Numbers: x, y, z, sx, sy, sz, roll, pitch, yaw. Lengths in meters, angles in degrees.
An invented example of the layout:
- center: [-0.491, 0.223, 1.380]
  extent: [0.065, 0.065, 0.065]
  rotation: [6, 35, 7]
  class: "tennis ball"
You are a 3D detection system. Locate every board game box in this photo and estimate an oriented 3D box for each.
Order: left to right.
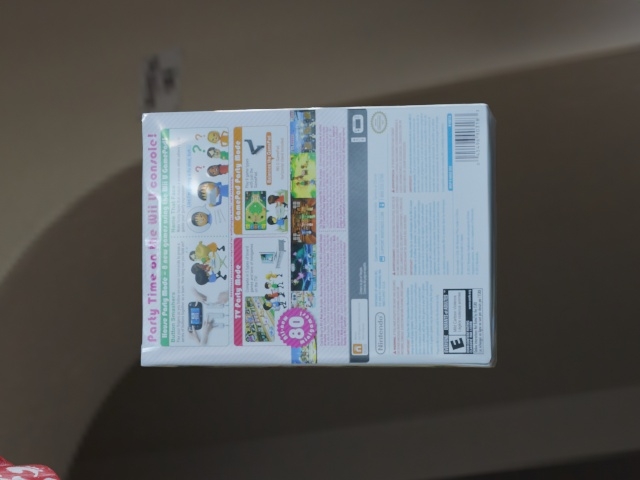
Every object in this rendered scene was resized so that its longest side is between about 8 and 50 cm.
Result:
- center: [0.000, 0.000, 1.584]
  extent: [0.097, 0.303, 0.224]
  rotation: [20, -110, -81]
  class: "board game box"

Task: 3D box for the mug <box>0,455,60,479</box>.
- center: [-0.288, 0.210, 1.417]
  extent: [0.169, 0.113, 0.150]
  rotation: [-1, -86, -36]
  class: "mug"
